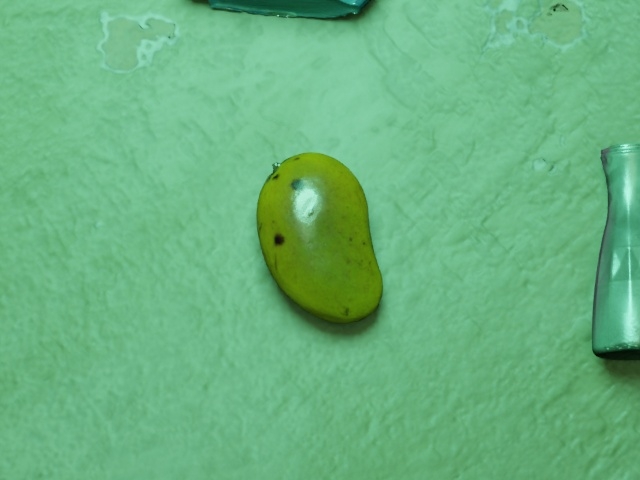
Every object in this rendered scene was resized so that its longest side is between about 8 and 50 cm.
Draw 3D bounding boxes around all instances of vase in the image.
[{"bbox_3d":[0.314,0.010,1.718,0.086,0.086,0.214,0,79,0],"label":"vase"}]

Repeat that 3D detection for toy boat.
[{"bbox_3d":[-0.035,-0.291,1.751,0.215,0.088,0.102,6,80,3],"label":"toy boat"}]

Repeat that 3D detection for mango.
[{"bbox_3d":[-0.003,-0.001,1.718,0.115,0.090,0.178,-12,91,-8],"label":"mango"}]
